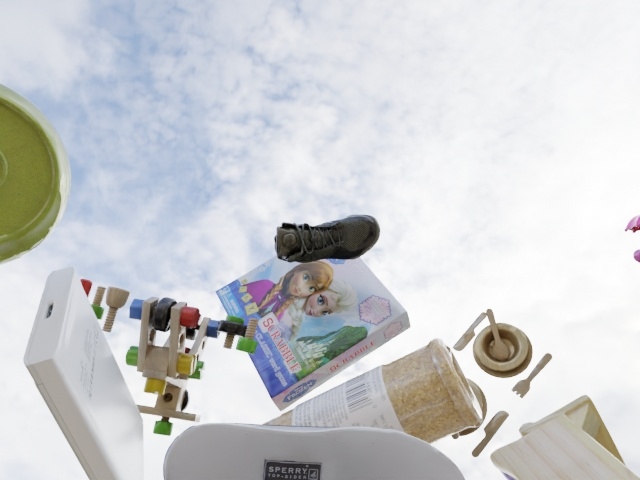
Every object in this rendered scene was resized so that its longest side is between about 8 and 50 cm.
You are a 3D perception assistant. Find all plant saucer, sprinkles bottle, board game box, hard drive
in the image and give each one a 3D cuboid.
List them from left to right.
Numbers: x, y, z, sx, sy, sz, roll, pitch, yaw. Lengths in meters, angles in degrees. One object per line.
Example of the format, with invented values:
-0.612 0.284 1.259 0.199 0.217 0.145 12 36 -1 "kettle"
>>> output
-0.415 -0.085 0.612 0.037 0.241 0.241 -3 -45 43 "plant saucer"
-0.308 0.215 0.706 0.040 0.203 0.308 -15 -60 -11 "hard drive"
-0.027 0.147 1.114 0.317 0.319 0.066 -31 -42 -10 "board game box"
0.030 0.258 0.688 0.355 0.121 0.121 -29 -58 11 "sprinkles bottle"

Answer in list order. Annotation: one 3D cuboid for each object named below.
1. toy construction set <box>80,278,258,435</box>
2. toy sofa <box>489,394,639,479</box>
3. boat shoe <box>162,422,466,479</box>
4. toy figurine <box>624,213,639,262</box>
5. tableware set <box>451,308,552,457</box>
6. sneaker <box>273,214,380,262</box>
-0.309 0.223 0.922 0.308 0.238 0.257 19 -16 -20 "toy construction set"
0.363 0.347 0.604 0.177 0.362 0.150 -31 -84 0 "toy sofa"
-0.003 0.216 0.462 0.267 0.096 0.088 7 -19 -9 "boat shoe"
0.483 0.031 0.698 0.159 0.130 0.173 44 -109 7 "toy figurine"
0.230 0.195 0.750 0.194 0.128 0.039 -47 -39 -11 "tableware set"
0.000 0.000 1.001 0.227 0.130 0.087 -9 -95 33 "sneaker"
